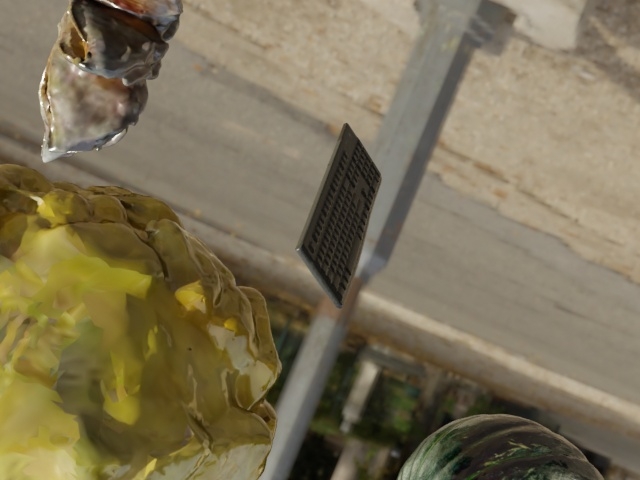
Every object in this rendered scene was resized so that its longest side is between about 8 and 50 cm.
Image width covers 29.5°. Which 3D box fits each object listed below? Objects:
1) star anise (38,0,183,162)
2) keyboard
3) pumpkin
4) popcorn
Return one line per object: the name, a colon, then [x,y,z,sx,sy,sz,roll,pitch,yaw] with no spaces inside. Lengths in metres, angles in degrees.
star anise: [-0.198,-0.220,1.214,0.118,0.331,0.332,18,175,-18]
keyboard: [0.011,-0.003,1.371,0.041,0.381,0.103,-19,119,32]
pumpkin: [0.150,0.278,1.090,0.216,0.249,0.250,6,178,-17]
popcorn: [-0.145,0.077,0.560,0.250,0.250,0.190,25,147,-15]
